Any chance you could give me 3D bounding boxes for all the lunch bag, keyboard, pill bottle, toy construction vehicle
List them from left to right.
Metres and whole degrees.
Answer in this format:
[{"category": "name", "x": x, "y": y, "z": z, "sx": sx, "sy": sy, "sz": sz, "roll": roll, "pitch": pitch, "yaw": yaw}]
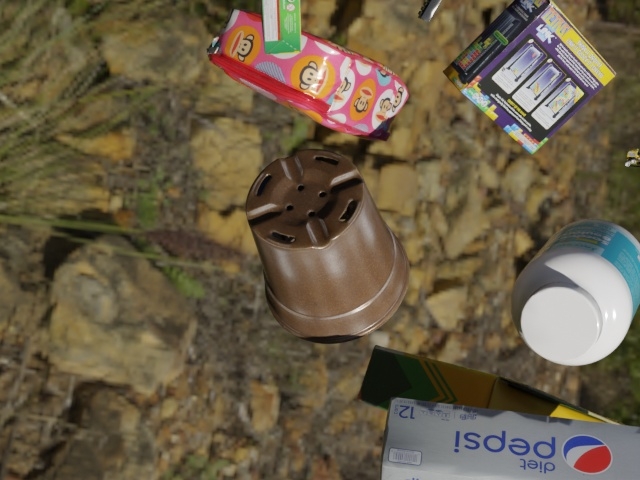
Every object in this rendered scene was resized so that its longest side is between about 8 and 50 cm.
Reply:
[{"category": "lunch bag", "x": -0.028, "y": -0.258, "z": 1.686, "sx": 0.293, "sy": 0.258, "sz": 0.120, "roll": 15, "pitch": 102, "yaw": -60}, {"category": "keyboard", "x": 0.232, "y": -0.486, "z": 2.039, "sx": 0.180, "sy": 0.023, "sz": 0.108, "roll": -60, "pitch": -168, "yaw": 12}, {"category": "pill bottle", "x": 0.325, "y": 0.067, "z": 1.393, "sx": 0.264, "sy": 0.146, "sz": 0.146, "roll": -31, "pitch": 130, "yaw": -64}, {"category": "toy construction vehicle", "x": 0.534, "y": -0.145, "z": 1.736, "sx": 0.086, "sy": 0.098, "sz": 0.035, "roll": -52, "pitch": 143, "yaw": -48}]

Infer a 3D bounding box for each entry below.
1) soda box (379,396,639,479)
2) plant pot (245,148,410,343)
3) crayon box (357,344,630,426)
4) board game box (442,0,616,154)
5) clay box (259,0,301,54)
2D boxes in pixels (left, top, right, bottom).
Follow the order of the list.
[{"category": "soda box", "x": 0.201, "y": 0.233, "z": 1.079, "sx": 0.091, "sy": 0.286, "sz": 0.098, "roll": -77, "pitch": 171, "yaw": -49}, {"category": "plant pot", "x": 0.000, "y": 0.000, "z": 1.180, "sx": 0.165, "sy": 0.167, "sz": 0.167, "roll": 67, "pitch": 29, "yaw": -55}, {"category": "crayon box", "x": 0.211, "y": 0.211, "z": 1.345, "sx": 0.318, "sy": 0.202, "sz": 0.081, "roll": 4, "pitch": -107, "yaw": 63}, {"category": "board game box", "x": 0.245, "y": -0.196, "z": 1.291, "sx": 0.170, "sy": 0.141, "sz": 0.048, "roll": 32, "pitch": 18, "yaw": -45}, {"category": "clay box", "x": -0.056, "y": -0.362, "z": 1.438, "sx": 0.127, "sy": 0.053, "sz": 0.222, "roll": 89, "pitch": -5, "yaw": -50}]
